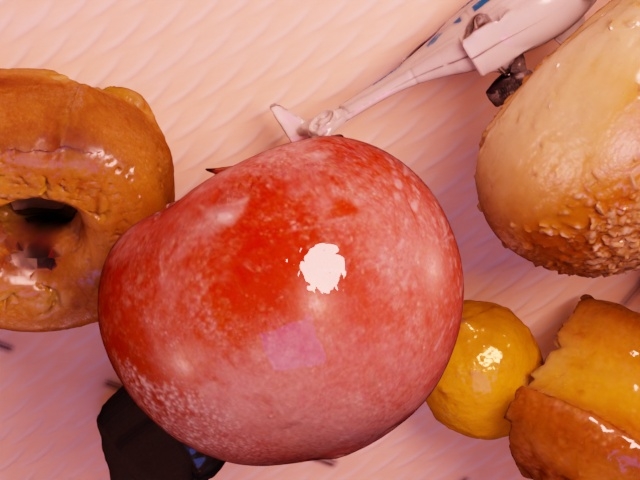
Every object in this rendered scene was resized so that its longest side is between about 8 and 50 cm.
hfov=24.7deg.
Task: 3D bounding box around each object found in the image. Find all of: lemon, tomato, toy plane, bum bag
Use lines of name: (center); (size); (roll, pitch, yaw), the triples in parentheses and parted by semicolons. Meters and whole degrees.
lemon: (0.145, 0.121, 1.319); (0.114, 0.114, 0.155); (-17, 131, 5)
tomato: (-0.020, 0.050, 1.073); (0.270, 0.270, 0.227); (-27, 81, 13)
toy plane: (0.089, -0.148, 1.106); (0.273, 0.107, 0.182); (-15, 117, 1)
bum bag: (-0.081, 0.138, 1.300); (0.142, 0.079, 0.326); (40, 121, -18)

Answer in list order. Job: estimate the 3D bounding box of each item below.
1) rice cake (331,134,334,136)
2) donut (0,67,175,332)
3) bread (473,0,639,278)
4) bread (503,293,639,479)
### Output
rice cake: (0.000, 0.000, 1.257); (0.047, 0.036, 0.206); (0, 128, 8)
donut: (-0.224, -0.030, 1.157); (0.227, 0.114, 0.226); (-4, 129, -5)
bread: (0.255, -0.090, 1.072); (0.305, 0.159, 0.305); (-36, 160, -15)
bread: (0.311, 0.213, 1.316); (0.179, 0.194, 0.340); (11, 144, 37)
